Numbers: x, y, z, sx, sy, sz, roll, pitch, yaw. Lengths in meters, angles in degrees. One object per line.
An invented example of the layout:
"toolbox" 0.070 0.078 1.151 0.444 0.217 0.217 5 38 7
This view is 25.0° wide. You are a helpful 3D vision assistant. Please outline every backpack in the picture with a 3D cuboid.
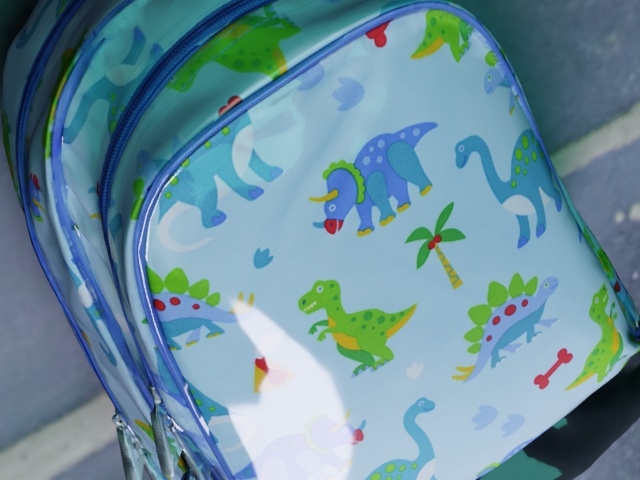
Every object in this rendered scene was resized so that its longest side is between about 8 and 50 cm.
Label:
"backpack" 0.000 0.000 0.718 0.290 0.273 0.355 -29 107 -5
